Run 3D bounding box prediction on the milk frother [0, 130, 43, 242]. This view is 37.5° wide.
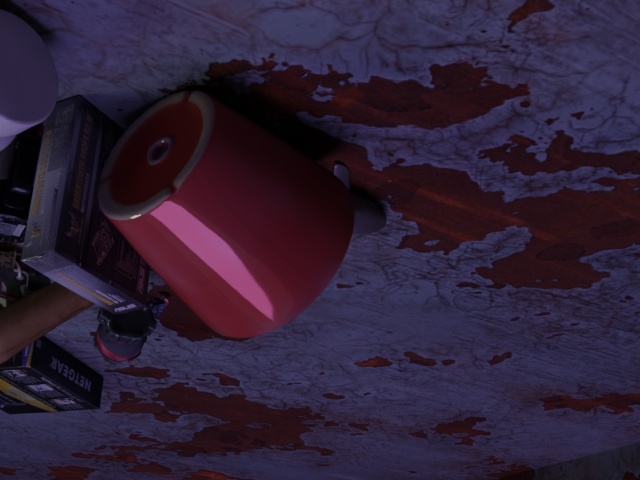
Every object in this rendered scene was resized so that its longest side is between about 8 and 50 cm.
[{"bbox_3d":[-0.383,-0.069,1.294,0.129,0.135,0.143,-22,145,39],"label":"milk frother"}]

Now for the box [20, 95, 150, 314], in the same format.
[{"bbox_3d":[-0.292,-0.043,1.233,0.056,0.231,0.183,-13,150,25],"label":"box"}]

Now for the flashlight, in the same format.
[{"bbox_3d":[-0.354,0.164,1.720,0.103,0.103,0.304,-32,180,-22],"label":"flashlight"}]

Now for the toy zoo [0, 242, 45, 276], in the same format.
[{"bbox_3d":[-0.523,0.011,1.576,0.192,0.030,0.293,20,147,-32],"label":"toy zoo"}]

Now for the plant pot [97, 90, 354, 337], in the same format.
[{"bbox_3d":[-0.133,-0.047,1.218,0.274,0.275,0.243,-17,138,32],"label":"plant pot"}]

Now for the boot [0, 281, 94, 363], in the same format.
[{"bbox_3d":[-0.432,0.094,1.514,0.269,0.089,0.236,-30,161,-19],"label":"boot"}]

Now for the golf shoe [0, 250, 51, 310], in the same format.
[{"bbox_3d":[-0.543,0.039,1.518,0.120,0.105,0.273,-22,152,3],"label":"golf shoe"}]

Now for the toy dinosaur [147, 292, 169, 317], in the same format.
[{"bbox_3d":[-0.310,0.121,1.792,0.082,0.047,0.090,-24,178,26],"label":"toy dinosaur"}]

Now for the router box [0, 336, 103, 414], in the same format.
[{"bbox_3d":[-0.666,0.302,2.101,0.242,0.081,0.309,-5,152,15],"label":"router box"}]

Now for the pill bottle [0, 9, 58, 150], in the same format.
[{"bbox_3d":[-0.453,-0.158,1.097,0.283,0.160,0.160,-15,149,30],"label":"pill bottle"}]

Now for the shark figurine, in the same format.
[{"bbox_3d":[-0.023,-0.002,1.359,0.278,0.116,0.166,-20,147,-10],"label":"shark figurine"}]
